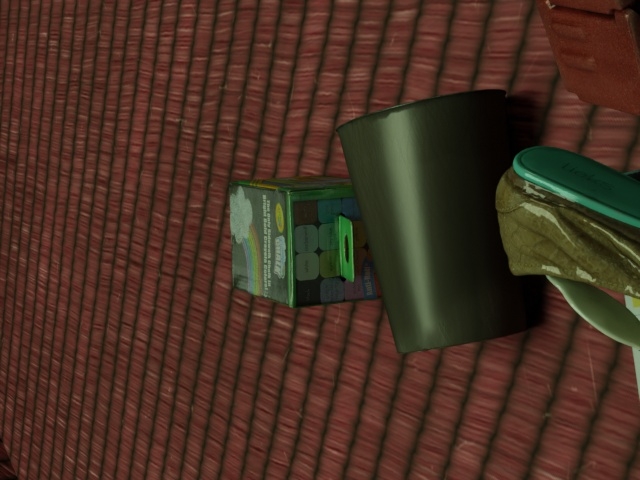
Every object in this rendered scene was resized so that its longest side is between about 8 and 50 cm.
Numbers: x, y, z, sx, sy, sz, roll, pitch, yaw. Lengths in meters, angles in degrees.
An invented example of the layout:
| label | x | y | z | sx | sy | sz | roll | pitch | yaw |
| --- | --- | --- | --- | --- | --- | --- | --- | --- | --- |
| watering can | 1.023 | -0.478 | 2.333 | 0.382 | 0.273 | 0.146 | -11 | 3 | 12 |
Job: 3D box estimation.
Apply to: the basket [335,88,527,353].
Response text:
| label | x | y | z | sx | sy | sz | roll | pitch | yaw |
| --- | --- | --- | --- | --- | --- | --- | --- | --- | --- |
| basket | 0.116 | -0.014 | 1.527 | 0.204 | 0.154 | 0.227 | -17 | 83 | 66 |

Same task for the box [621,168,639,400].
| label | x | y | z | sx | sy | sz | roll | pitch | yaw |
| --- | --- | --- | --- | --- | --- | --- | --- | --- | --- |
| box | 0.295 | 0.060 | 1.261 | 0.100 | 0.060 | 0.244 | -14 | 83 | 63 |

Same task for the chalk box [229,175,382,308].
| label | x | y | z | sx | sy | sz | roll | pitch | yaw |
| --- | --- | --- | --- | --- | --- | --- | --- | --- | --- |
| chalk box | 0.000 | 0.000 | 1.785 | 0.213 | 0.132 | 0.132 | 14 | 106 | 62 |

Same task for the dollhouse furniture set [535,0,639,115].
| label | x | y | z | sx | sy | sz | roll | pitch | yaw |
| --- | --- | --- | --- | --- | --- | --- | --- | --- | --- |
| dollhouse furniture set | 0.308 | -0.172 | 0.982 | 0.374 | 0.201 | 0.152 | 26 | 141 | 61 |

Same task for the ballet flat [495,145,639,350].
| label | x | y | z | sx | sy | sz | roll | pitch | yaw |
| --- | --- | --- | --- | --- | --- | --- | --- | --- | --- |
| ballet flat | 0.274 | 0.037 | 1.161 | 0.342 | 0.116 | 0.124 | 21 | 122 | 30 |
